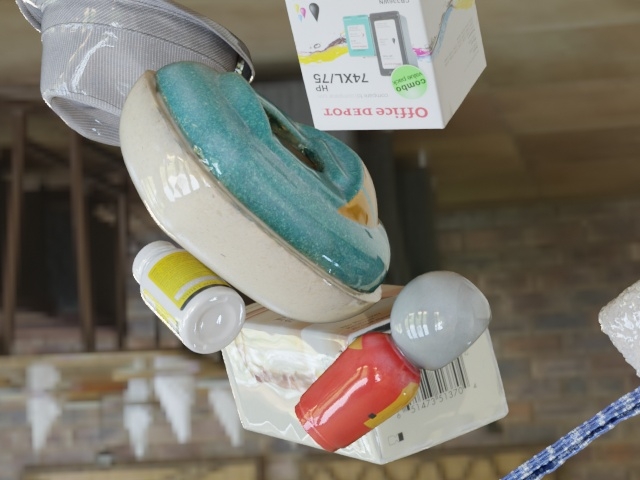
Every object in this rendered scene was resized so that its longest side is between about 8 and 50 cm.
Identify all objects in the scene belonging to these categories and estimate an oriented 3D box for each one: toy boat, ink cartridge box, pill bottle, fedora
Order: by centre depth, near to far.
[{"bbox_3d":[0.000,0.000,1.233,0.148,0.318,0.267,-42,139,11],"label":"toy boat"},{"bbox_3d":[-0.121,0.046,1.525,0.065,0.065,0.116,4,-156,-38],"label":"pill bottle"},{"bbox_3d":[-0.206,-0.174,1.827,0.243,0.124,0.275,-2,161,44],"label":"fedora"},{"bbox_3d":[0.087,-0.311,2.328,0.198,0.270,0.197,1,-148,25],"label":"ink cartridge box"}]

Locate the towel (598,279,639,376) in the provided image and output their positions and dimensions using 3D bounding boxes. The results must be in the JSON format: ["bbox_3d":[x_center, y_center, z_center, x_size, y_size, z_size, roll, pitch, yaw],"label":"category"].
[{"bbox_3d":[0.419,0.138,1.714,0.049,0.282,0.187,-34,173,-48],"label":"towel"}]

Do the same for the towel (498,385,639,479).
[{"bbox_3d":[0.282,0.282,2.136,0.336,0.040,0.243,-35,170,6],"label":"towel"}]

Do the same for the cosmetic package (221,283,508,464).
[{"bbox_3d":[0.032,0.121,1.680,0.153,0.129,0.296,-19,-171,-27],"label":"cosmetic package"}]
